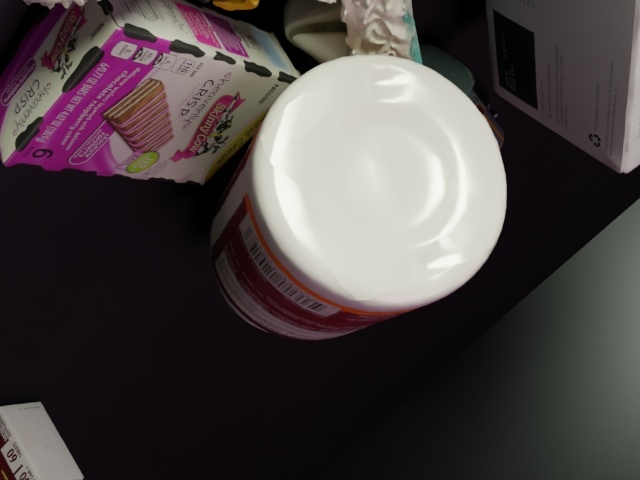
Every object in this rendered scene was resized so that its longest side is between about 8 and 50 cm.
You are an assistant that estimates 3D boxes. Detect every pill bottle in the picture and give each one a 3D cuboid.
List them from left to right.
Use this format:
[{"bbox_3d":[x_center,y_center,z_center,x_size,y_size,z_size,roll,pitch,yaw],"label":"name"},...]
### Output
[{"bbox_3d":[0.007,-0.013,0.849,0.224,0.224,0.392,-31,178,-19],"label":"pill bottle"}]

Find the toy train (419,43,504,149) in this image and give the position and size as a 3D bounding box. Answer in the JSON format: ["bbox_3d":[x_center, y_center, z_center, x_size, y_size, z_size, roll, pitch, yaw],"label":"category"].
[{"bbox_3d":[0.157,-0.130,1.105,0.190,0.142,0.334,-53,155,8],"label":"toy train"}]

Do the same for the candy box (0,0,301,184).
[{"bbox_3d":[-0.144,-0.126,0.702,0.159,0.071,0.233,-40,160,27],"label":"candy box"}]

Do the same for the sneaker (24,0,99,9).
[{"bbox_3d":[-0.108,-0.272,0.495,0.293,0.102,0.146,-32,135,14],"label":"sneaker"}]

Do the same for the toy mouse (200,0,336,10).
[{"bbox_3d":[-0.054,-0.233,0.611,0.143,0.161,0.031,117,-13,-55],"label":"toy mouse"}]

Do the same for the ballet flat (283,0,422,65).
[{"bbox_3d":[0.020,-0.242,0.731,0.147,0.147,0.409,-35,154,-10],"label":"ballet flat"}]

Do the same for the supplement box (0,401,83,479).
[{"bbox_3d":[-0.431,0.339,1.078,0.239,0.130,0.073,-48,155,18],"label":"supplement box"}]

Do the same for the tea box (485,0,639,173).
[{"bbox_3d":[0.360,-0.312,0.865,0.324,0.220,0.329,-36,141,-12],"label":"tea box"}]
